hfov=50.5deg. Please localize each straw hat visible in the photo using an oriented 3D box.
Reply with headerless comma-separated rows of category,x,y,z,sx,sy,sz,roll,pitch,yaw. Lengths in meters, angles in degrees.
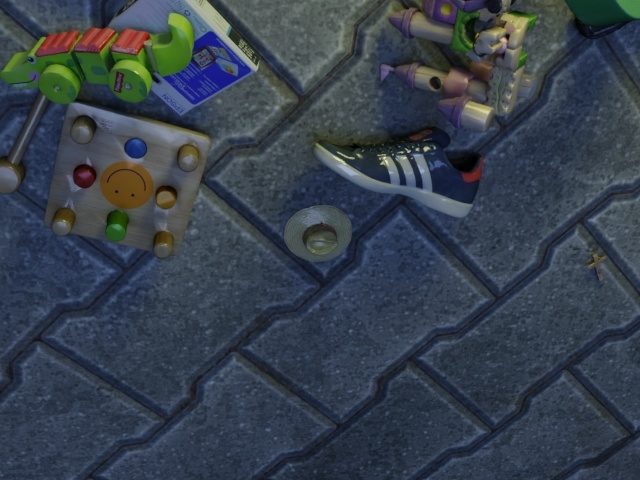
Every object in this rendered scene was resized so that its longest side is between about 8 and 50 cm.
straw hat,0.000,0.000,1.392,0.144,0.061,0.144,-4,118,-8

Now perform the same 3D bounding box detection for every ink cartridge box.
ink cartridge box,-0.243,-0.327,1.149,0.208,0.045,0.206,-20,132,36

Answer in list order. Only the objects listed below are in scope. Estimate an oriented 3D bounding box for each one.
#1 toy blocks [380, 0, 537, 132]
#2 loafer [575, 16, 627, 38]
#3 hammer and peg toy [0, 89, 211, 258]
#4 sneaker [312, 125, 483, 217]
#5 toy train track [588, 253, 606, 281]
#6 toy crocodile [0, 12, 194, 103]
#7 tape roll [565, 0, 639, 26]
toy blocks,0.219,-0.361,1.135,0.260,0.309,0.288,24,129,25
loafer,0.577,-0.450,1.243,0.223,0.076,0.078,-25,127,8
hammer and peg toy,-0.401,-0.124,1.217,0.361,0.127,0.266,15,114,-17
sneaker,0.158,-0.163,1.306,0.350,0.131,0.148,14,108,-23
toy train track,0.637,0.061,1.564,0.048,0.014,0.083,-31,125,-1
toy crocodile,-0.362,-0.297,1.099,0.340,0.115,0.105,1,137,14
tape roll,0.465,-0.511,1.083,0.321,0.077,0.321,-4,96,-45
